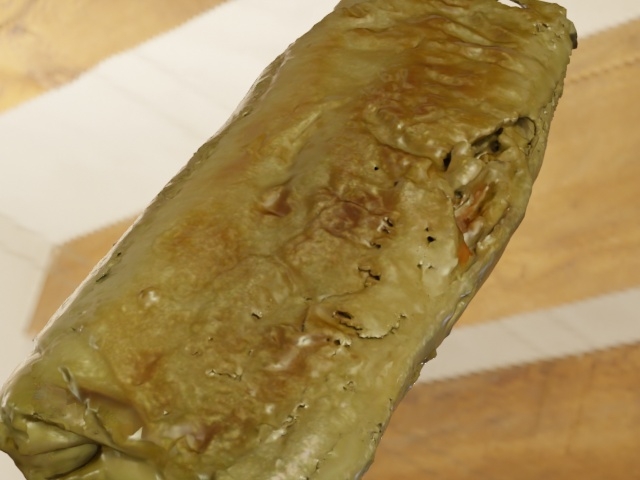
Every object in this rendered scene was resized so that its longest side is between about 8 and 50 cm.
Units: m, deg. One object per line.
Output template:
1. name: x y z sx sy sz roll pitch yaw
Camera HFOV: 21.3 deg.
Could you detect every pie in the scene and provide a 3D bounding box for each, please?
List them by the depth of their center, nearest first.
1. pie: 0.000 0.000 0.566 0.129 0.282 0.068 11 -52 21
